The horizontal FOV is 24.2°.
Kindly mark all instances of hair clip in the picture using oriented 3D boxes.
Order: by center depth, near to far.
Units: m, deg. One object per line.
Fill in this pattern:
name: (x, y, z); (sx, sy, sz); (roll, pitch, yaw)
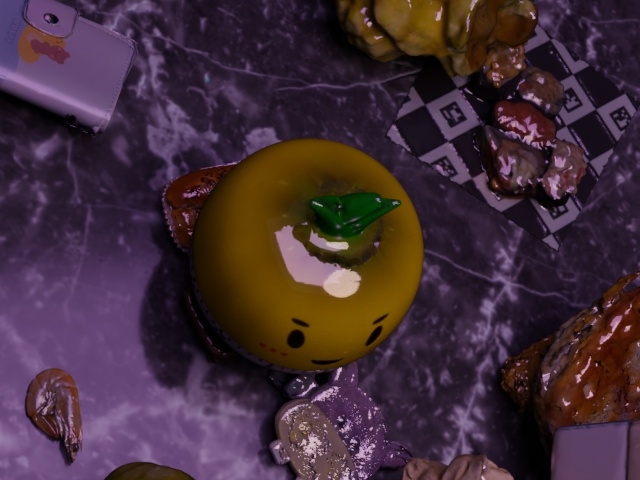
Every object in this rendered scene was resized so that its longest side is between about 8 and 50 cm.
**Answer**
hair clip: (0.006, 0.219, 1.741); (0.146, 0.056, 0.187); (-34, 88, -19)

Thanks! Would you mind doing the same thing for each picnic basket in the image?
picnic basket: (-0.070, 0.068, 1.766); (0.193, 0.055, 0.110); (-24, 80, -25)

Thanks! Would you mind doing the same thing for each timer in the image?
timer: (0.000, 0.000, 1.636); (0.285, 0.285, 0.285); (6, 69, -17)

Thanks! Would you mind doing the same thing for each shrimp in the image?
shrimp: (-0.296, 0.195, 1.660); (0.059, 0.023, 0.108); (-6, 73, -11)

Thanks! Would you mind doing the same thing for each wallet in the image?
wallet: (-0.341, -0.222, 1.766); (0.231, 0.069, 0.170); (23, 48, -14)

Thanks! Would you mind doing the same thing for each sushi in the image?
sushi: (0.271, -0.180, 1.974); (0.294, 0.059, 0.292); (33, 63, -5)

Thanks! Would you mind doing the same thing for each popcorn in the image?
popcorn: (0.150, -0.334, 1.895); (0.270, 0.224, 0.258); (9, 76, -13)

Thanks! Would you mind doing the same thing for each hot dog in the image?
hot dog: (-0.102, -0.046, 1.796); (0.191, 0.059, 0.108); (-17, 82, -26)

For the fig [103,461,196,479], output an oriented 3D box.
fig: (-0.186, 0.349, 1.574); (0.167, 0.167, 0.234); (13, 90, -15)

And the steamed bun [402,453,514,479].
steamed bun: (0.169, 0.385, 1.631); (0.137, 0.295, 0.292); (19, 74, -36)

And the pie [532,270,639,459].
pie: (0.372, 0.184, 1.820); (0.308, 0.085, 0.308); (-9, 108, -30)

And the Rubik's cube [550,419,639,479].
Rubik's cube: (0.475, 0.386, 1.624); (0.344, 0.347, 0.347); (19, 71, -38)

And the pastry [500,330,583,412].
pastry: (0.285, 0.158, 1.857); (0.140, 0.056, 0.080); (-20, 49, -24)
